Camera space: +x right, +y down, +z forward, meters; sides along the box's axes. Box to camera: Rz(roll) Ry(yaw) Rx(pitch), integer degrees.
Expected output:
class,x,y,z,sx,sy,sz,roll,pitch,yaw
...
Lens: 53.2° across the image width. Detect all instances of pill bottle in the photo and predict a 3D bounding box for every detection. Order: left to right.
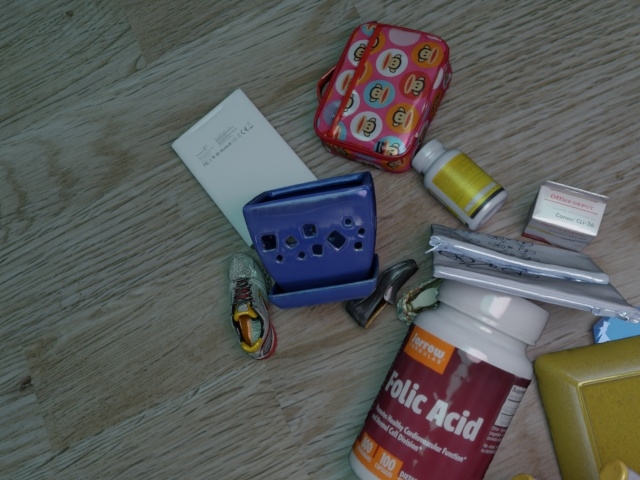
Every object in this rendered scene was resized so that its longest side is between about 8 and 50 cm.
class,x,y,z,sx,sy,sz,roll,pitch,yaw
pill bottle,0.227,0.259,1.111,0.224,0.224,0.392,26,91,16
pill bottle,0.272,-0.115,1.269,0.103,0.103,0.184,-44,74,0

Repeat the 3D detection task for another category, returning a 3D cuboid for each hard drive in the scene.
class,x,y,z,sx,sy,sz,roll,pitch,yaw
hard drive,-0.162,-0.161,1.400,0.203,0.040,0.307,-40,74,1

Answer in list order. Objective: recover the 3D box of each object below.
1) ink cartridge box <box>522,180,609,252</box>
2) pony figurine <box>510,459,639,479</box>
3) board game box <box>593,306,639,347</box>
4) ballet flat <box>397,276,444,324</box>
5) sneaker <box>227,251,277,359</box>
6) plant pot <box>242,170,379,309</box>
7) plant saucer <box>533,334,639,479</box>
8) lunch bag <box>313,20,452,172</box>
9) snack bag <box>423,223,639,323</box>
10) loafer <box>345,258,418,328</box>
class,x,y,z,sx,sy,sz,roll,pitch,yaw
ink cartridge box,0.443,-0.041,1.169,0.115,0.198,0.067,17,81,15
pony figurine,0.517,0.443,0.933,0.364,0.351,0.302,29,55,-14
board game box,0.575,0.206,1.175,0.133,0.033,0.168,-8,84,9
ballet flat,0.259,0.094,1.240,0.241,0.077,0.091,-31,73,3
sneaker,-0.143,0.129,1.305,0.088,0.093,0.225,-18,74,7
plant pot,0.000,0.000,1.221,0.236,0.236,0.212,-9,101,7
plant saucer,0.579,0.334,1.103,0.333,0.081,0.332,-13,82,8
lunch bag,0.116,-0.306,1.342,0.258,0.120,0.293,20,81,19
snack bag,0.341,0.041,1.098,0.323,0.342,0.037,13,104,9
loafer,0.131,0.106,1.266,0.170,0.062,0.061,-43,56,10
